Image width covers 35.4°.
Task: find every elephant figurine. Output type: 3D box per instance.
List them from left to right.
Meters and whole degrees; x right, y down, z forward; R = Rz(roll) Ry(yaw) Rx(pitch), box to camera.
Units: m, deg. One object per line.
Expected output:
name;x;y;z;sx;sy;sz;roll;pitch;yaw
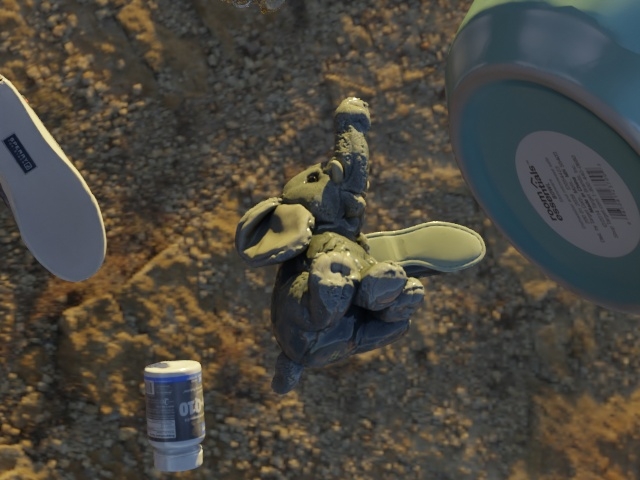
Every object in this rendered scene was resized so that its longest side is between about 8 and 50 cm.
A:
elephant figurine;0.000;0.000;1.056;0.185;0.169;0.239;-16;56;-14

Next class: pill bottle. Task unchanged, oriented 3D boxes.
pill bottle;-0.195;0.235;1.350;0.078;0.078;0.137;-6;95;-40

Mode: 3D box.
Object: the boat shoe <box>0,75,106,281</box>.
boat shoe;-0.433;-0.095;1.553;0.127;0.158;0.341;-27;94;-7

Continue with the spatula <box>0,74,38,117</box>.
spatula;-0.534;-0.259;1.713;0.030;0.084;0.296;-34;96;7

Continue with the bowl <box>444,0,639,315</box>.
bowl;0.194;-0.074;0.595;0.163;0.311;0.312;-40;112;-20

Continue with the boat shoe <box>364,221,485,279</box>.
boat shoe;0.144;0.021;1.573;0.227;0.069;0.081;-3;71;-16

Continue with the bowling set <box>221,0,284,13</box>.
bowling set;-0.059;-0.495;1.540;0.287;0.154;0.200;-59;156;-32
